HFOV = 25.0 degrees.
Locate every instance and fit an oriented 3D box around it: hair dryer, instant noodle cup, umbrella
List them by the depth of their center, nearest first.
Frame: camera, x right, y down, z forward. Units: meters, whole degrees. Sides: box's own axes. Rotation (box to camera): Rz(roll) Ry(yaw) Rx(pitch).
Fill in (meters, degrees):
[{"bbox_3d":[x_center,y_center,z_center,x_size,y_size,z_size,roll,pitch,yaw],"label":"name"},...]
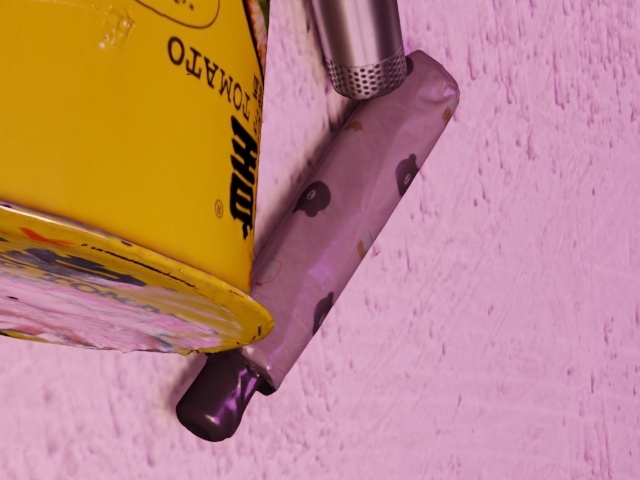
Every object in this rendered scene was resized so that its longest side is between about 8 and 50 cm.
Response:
[{"bbox_3d":[-0.160,-0.103,0.663,0.325,0.325,0.254,25,69,-50],"label":"instant noodle cup"},{"bbox_3d":[0.028,-0.306,1.021,0.320,0.155,0.284,72,25,-47],"label":"hair dryer"},{"bbox_3d":[0.000,0.000,1.043,0.337,0.067,0.073,-57,179,-26],"label":"umbrella"}]
